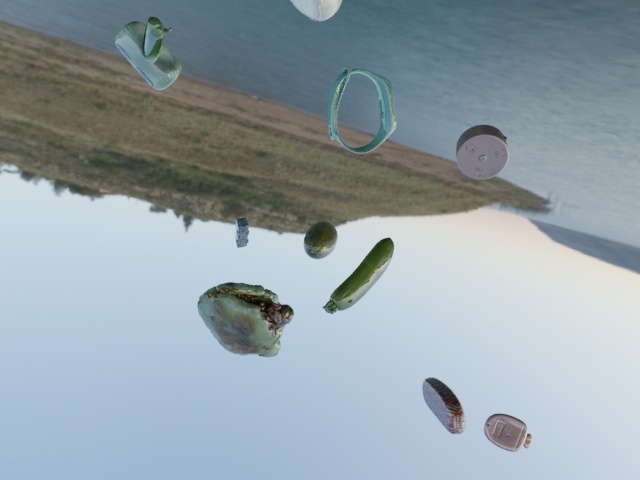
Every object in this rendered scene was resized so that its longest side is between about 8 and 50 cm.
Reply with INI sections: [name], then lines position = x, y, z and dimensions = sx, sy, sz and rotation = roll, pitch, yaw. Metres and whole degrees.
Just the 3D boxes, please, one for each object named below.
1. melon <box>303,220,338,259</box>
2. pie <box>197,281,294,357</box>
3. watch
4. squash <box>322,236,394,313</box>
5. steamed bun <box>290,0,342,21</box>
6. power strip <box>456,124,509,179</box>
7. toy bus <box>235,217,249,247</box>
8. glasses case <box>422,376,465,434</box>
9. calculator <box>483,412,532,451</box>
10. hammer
[melon]
position = 0.000, 0.000, 1.443
dimensions = 0.099, 0.099, 0.162
rotation = 16, -156, 6
[pie]
position = -0.214, 0.217, 1.339
dimensions = 0.256, 0.275, 0.106
rotation = 20, -137, -1
[watch]
position = 0.113, -0.365, 1.374
dimensions = 0.194, 0.237, 0.068
rotation = -12, -155, -8
[squash]
position = 0.109, 0.098, 1.284
dimensions = 0.069, 0.258, 0.069
rotation = 41, 174, 6
[steamed bun]
position = -0.016, -0.715, 1.359
dimensions = 0.228, 0.130, 0.177
rotation = 50, 171, 40
[power strip]
position = 0.486, -0.265, 1.477
dimensions = 0.153, 0.154, 0.078
rotation = 16, -141, 2
[toy bus]
position = -0.319, -0.029, 2.001
dimensions = 0.051, 0.153, 0.061
rotation = -8, -119, -17
[glasses case]
position = 0.277, 0.360, 1.100
dimensions = 0.049, 0.073, 0.194
rotation = -6, -175, -5
[calculator]
position = 0.572, 0.585, 1.497
dimensions = 0.165, 0.103, 0.024
rotation = 24, 176, -7
[hammer]
position = -0.481, -0.564, 1.412
dimensions = 0.206, 0.119, 0.335
rotation = 47, 163, -18
